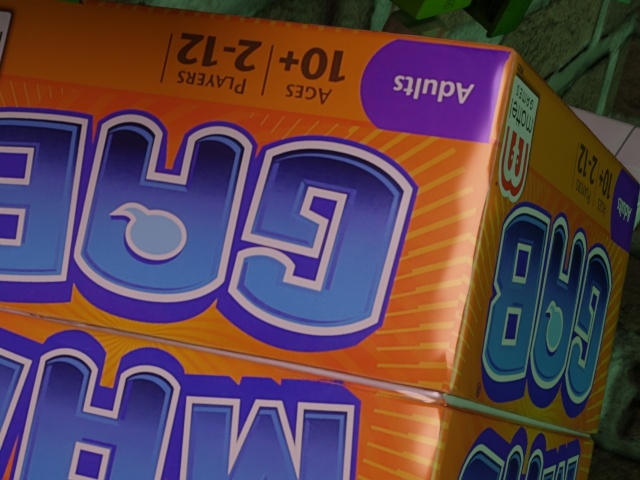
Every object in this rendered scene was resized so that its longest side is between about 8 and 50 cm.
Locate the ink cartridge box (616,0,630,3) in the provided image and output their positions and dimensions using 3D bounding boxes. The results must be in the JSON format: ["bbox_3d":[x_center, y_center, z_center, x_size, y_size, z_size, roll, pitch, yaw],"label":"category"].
[{"bbox_3d":[0.117,-0.294,1.377,0.211,0.289,0.121,-13,123,-70],"label":"ink cartridge box"}]

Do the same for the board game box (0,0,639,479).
[{"bbox_3d":[-0.037,0.077,1.057,0.356,0.356,0.356,23,77,-67],"label":"board game box"}]

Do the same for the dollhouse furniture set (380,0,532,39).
[{"bbox_3d":[0.056,-0.187,1.680,0.197,0.151,0.301,-21,149,-42],"label":"dollhouse furniture set"}]

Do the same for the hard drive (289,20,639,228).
[{"bbox_3d":[0.086,-0.072,1.400,0.233,0.353,0.047,-49,151,-50],"label":"hard drive"}]
